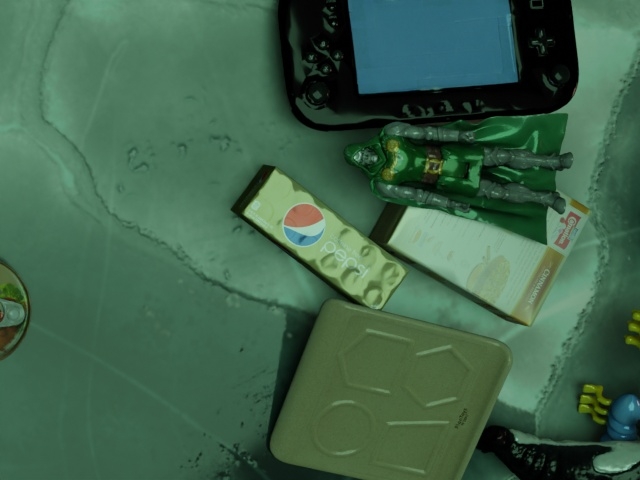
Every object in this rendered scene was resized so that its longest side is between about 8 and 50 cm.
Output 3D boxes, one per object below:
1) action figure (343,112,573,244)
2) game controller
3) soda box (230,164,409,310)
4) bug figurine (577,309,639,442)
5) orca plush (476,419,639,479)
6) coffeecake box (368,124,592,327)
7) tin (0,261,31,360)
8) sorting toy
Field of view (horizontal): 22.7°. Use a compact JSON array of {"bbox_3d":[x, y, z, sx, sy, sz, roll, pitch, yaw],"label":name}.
[{"bbox_3d":[0.134,-0.072,1.599,0.232,0.063,0.137,6,94,-13],"label":"action figure"},{"bbox_3d":[0.113,-0.204,1.648,0.319,0.067,0.166,-6,96,-16],"label":"game controller"},{"bbox_3d":[0.000,0.000,1.638,0.181,0.058,0.061,38,84,-15],"label":"soda box"},{"bbox_3d":[0.423,0.162,1.705,0.279,0.072,0.216,-1,129,-1],"label":"bug figurine"},{"bbox_3d":[0.307,0.263,1.689,0.287,0.102,0.151,22,133,-16],"label":"orca plush"},{"bbox_3d":[0.168,-0.015,1.678,0.185,0.068,0.142,30,85,-16],"label":"coffeecake box"},{"bbox_3d":[-0.372,0.064,1.529,0.189,0.040,0.106,6,91,-31],"label":"tin"},{"bbox_3d":[0.072,0.164,1.661,0.208,0.038,0.193,16,111,-13],"label":"sorting toy"}]
